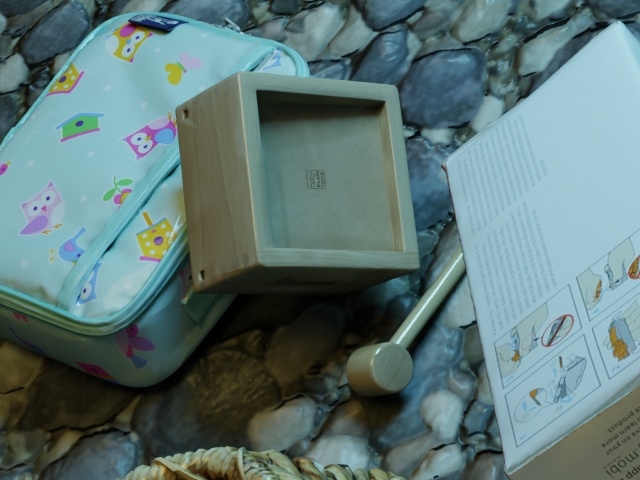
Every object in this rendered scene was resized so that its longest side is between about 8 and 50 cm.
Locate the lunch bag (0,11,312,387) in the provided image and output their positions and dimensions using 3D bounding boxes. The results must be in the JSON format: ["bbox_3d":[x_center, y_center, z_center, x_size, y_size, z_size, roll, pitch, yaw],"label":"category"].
[{"bbox_3d":[-0.124,-0.040,1.317,0.224,0.108,0.279,17,63,38],"label":"lunch bag"}]

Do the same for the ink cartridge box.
[{"bbox_3d":[0.204,0.076,0.890,0.130,0.272,0.309,-40,21,17],"label":"ink cartridge box"}]

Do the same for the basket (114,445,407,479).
[{"bbox_3d":[-0.056,0.247,0.906,0.299,0.223,0.213,-98,31,-43],"label":"basket"}]

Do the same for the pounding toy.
[{"bbox_3d":[0.008,0.006,1.206,0.094,0.181,0.206,-22,71,53],"label":"pounding toy"}]
